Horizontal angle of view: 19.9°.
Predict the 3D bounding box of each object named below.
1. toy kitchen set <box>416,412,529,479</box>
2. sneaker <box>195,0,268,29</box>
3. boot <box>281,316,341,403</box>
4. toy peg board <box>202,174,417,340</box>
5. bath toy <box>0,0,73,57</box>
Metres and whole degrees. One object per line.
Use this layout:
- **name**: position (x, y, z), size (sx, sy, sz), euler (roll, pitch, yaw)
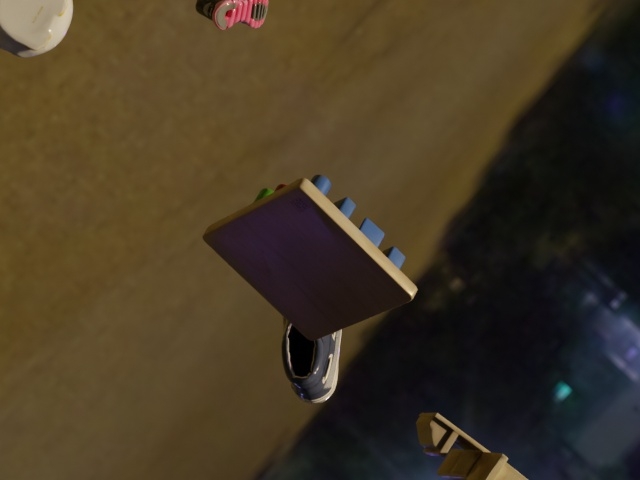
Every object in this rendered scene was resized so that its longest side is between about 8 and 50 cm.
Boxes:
- **toy kitchen set**: position (0.070, 0.148, 1.049), size (0.075, 0.068, 0.083), euler (-54, -170, -12)
- **sneaker**: position (-0.113, -0.296, 2.310), size (0.119, 0.057, 0.047), euler (-10, 117, -56)
- **boot**: position (-0.008, 0.075, 1.966), size (0.069, 0.190, 0.086), euler (-5, 159, 8)
- **toy peg board**: position (0.000, 0.000, 1.786), size (0.160, 0.161, 0.079), euler (-26, -153, 47)
- **bath toy**: position (-0.230, -0.339, 1.914), size (0.348, 0.151, 0.129), euler (-52, -157, -1)
